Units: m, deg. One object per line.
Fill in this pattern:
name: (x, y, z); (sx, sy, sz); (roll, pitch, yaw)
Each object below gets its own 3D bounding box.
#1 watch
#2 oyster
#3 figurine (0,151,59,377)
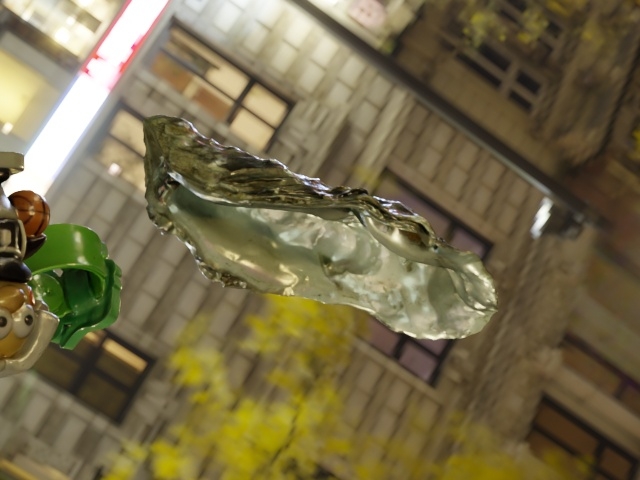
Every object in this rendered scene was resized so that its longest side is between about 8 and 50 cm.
watch: (-0.351, 0.059, 1.747); (0.165, 0.152, 0.131); (-26, -121, 19)
oyster: (-0.001, 0.003, 0.970); (0.252, 0.199, 0.087); (7, -122, 28)
figurine: (-0.356, 0.029, 1.407); (0.133, 0.176, 0.236); (-6, -95, 39)
